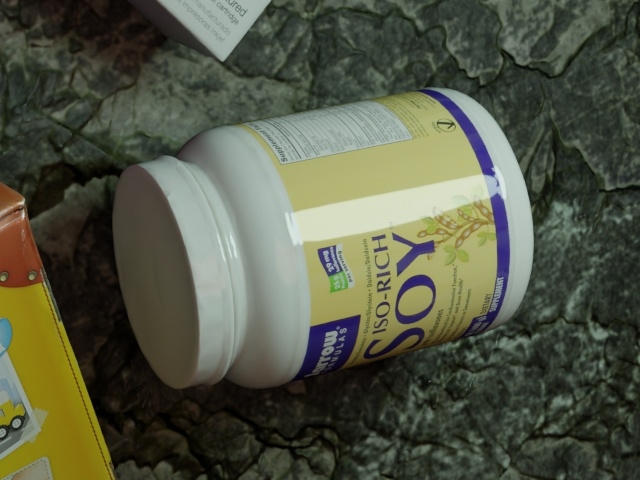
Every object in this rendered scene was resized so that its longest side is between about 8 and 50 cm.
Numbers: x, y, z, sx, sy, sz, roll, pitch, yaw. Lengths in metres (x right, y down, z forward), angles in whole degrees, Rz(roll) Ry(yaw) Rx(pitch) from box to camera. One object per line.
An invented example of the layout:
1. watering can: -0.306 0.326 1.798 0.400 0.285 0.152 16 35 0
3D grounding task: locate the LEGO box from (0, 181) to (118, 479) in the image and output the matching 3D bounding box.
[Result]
1. LEGO box: -0.426 0.208 1.394 0.500 0.193 0.373 -33 127 -27

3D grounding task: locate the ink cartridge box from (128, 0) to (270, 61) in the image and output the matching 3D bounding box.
1. ink cartridge box: -0.091 -0.334 1.588 0.201 0.117 0.278 42 82 -36

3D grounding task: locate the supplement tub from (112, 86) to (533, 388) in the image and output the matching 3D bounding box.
1. supplement tub: 0.000 0.000 1.636 0.331 0.241 0.241 -13 103 -24
